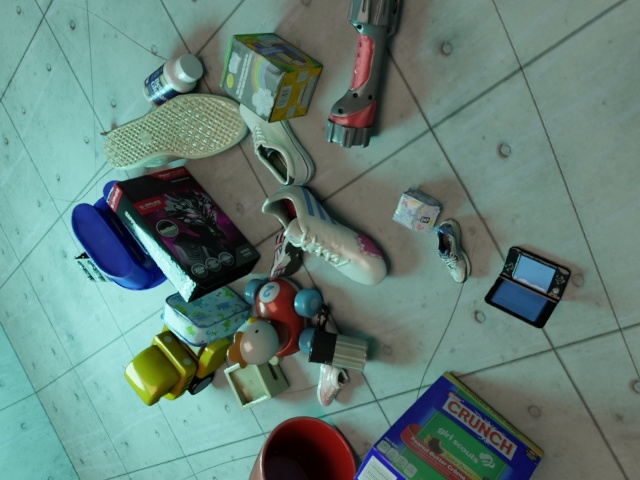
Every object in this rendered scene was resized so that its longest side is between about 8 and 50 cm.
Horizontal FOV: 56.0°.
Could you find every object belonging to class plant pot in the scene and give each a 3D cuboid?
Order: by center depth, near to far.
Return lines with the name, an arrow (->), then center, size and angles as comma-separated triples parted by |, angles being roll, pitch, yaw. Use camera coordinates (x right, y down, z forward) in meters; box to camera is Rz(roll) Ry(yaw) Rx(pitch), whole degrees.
plant pot -> -0.073, 0.649, 1.634 | 0.275, 0.275, 0.243 | 51, 140, 13

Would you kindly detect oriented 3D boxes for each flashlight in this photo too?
flashlight -> 0.076, -0.344, 1.217 | 0.103, 0.103, 0.304 | 26, 123, 33

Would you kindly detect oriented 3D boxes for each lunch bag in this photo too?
lunch bag -> 0.203, -0.059, 1.257 | 0.083, 0.053, 0.071 | 31, 126, 16
lunch bag -> -0.320, 0.199, 1.675 | 0.176, 0.219, 0.090 | 32, 118, 24

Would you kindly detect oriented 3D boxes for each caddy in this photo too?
caddy -> -0.573, -0.013, 1.793 | 0.341, 0.241, 0.179 | 51, 174, 13

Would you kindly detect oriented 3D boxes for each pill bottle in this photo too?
pill bottle -> -0.383, -0.417, 1.570 | 0.169, 0.094, 0.094 | -20, 94, 42

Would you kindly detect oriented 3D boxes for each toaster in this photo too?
toaster -> -0.674, 0.055, 1.943 | 0.168, 0.186, 0.110 | -3, 119, 45

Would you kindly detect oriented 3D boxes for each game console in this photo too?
game console -> 0.391, 0.087, 1.144 | 0.122, 0.071, 0.107 | 27, 123, 28

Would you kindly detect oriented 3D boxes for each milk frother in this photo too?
milk frother -> 0.048, 0.238, 1.477 | 0.135, 0.129, 0.143 | 12, 85, -1

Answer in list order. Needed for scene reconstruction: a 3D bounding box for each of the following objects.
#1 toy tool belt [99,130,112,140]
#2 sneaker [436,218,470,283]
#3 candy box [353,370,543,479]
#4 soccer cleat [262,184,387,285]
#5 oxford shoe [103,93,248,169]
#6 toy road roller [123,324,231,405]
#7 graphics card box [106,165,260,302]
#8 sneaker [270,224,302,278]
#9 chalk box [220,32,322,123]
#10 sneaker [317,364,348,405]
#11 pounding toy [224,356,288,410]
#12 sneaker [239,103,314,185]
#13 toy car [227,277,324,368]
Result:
toy tool belt -> -0.654, -0.299, 1.869 | 0.052, 0.051, 0.083 | -1, 107, 40
sneaker -> 0.264, 0.028, 1.235 | 0.052, 0.058, 0.135 | -12, 99, 42
candy box -> 0.269, 0.456, 1.223 | 0.268, 0.317, 0.122 | 38, 125, 21
soccer cleat -> 0.000, 0.000, 1.384 | 0.331, 0.143, 0.116 | 42, 128, 19
oxford shoe -> -0.377, -0.286, 1.607 | 0.449, 0.130, 0.169 | -10, 94, 26
toy road roller -> -0.443, 0.355, 1.821 | 0.202, 0.240, 0.329 | 44, 129, 18
graphics card box -> -0.365, -0.028, 1.615 | 0.371, 0.233, 0.094 | 49, 130, 15
sneaker -> -0.086, 0.023, 1.528 | 0.178, 0.072, 0.077 | -61, 41, 40
chalk box -> -0.128, -0.379, 1.353 | 0.213, 0.132, 0.132 | 40, 129, 22
sneaker -> 0.034, 0.382, 1.567 | 0.070, 0.051, 0.134 | 18, 114, 39
pounding toy -> -0.163, 0.352, 1.698 | 0.206, 0.094, 0.181 | -31, 81, 33
sneaker -> -0.118, -0.239, 1.423 | 0.258, 0.091, 0.094 | 50, 131, 13
toy car -> -0.145, 0.224, 1.527 | 0.219, 0.238, 0.210 | 7, 111, 37
